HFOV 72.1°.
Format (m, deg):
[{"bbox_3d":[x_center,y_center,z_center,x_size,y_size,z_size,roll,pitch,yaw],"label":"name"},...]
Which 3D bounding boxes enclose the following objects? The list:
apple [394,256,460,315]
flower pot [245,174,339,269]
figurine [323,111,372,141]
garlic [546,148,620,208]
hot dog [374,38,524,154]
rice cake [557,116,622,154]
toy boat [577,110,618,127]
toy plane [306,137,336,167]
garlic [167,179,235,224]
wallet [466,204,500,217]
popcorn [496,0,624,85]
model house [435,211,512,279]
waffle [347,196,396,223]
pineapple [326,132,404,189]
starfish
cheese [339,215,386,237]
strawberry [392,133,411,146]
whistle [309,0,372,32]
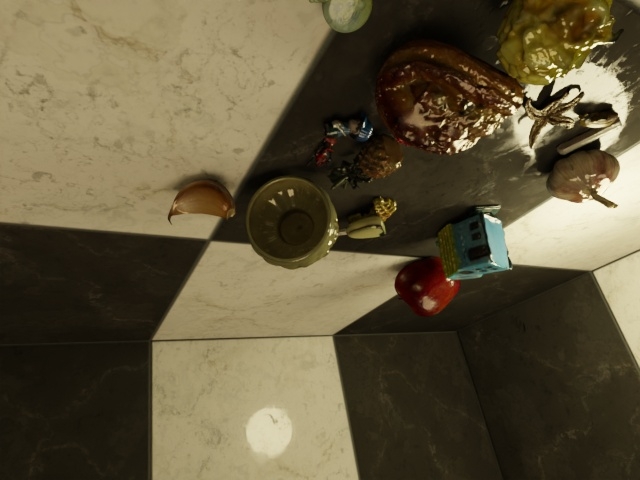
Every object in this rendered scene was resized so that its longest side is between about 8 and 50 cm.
[{"bbox_3d":[0.549,0.239,2.278,0.316,0.288,0.288,-34,150,7],"label":"apple"},{"bbox_3d":[-0.085,-0.050,1.471,0.307,0.308,0.244,-13,170,5],"label":"flower pot"},{"bbox_3d":[0.080,-0.310,1.240,0.136,0.080,0.077,-16,-165,0],"label":"figurine"},{"bbox_3d":[0.988,-0.203,1.608,0.244,0.253,0.245,-11,146,-8],"label":"garlic"},{"bbox_3d":[0.322,-0.351,1.099,0.387,0.174,0.267,11,144,-25],"label":"hot dog"},{"bbox_3d":[0.920,-0.357,1.510,0.206,0.036,0.047,-30,136,34],"label":"rice cake"},{"bbox_3d":[0.889,-0.393,1.414,0.149,0.047,0.049,-6,140,-16],"label":"toy boat"},{"bbox_3d":[0.011,-0.266,1.342,0.060,0.037,0.145,13,150,-22],"label":"toy plane"},{"bbox_3d":[-0.374,-0.130,1.389,0.206,0.128,0.115,-5,-163,-4],"label":"garlic"},{"bbox_3d":[0.707,-0.121,1.904,0.129,0.026,0.088,-4,153,-14],"label":"wallet"},{"bbox_3d":[0.501,-0.451,0.932,0.249,0.225,0.249,-49,171,-10],"label":"popcorn"},{"bbox_3d":[0.655,0.034,1.938,0.215,0.237,0.303,12,156,-37],"label":"model house"},{"bbox_3d":[0.207,-0.103,1.723,0.148,0.051,0.194,5,150,-32],"label":"waffle"},{"bbox_3d":[0.135,-0.230,1.378,0.128,0.128,0.248,15,149,-42],"label":"pineapple"},{"bbox_3d":[0.697,-0.382,1.356,0.213,0.057,0.238,5,146,-14],"label":"starfish"},{"bbox_3d":[0.127,-0.039,1.725,0.251,0.054,0.127,-8,156,15],"label":"cheese"},{"bbox_3d":[0.263,-0.328,1.266,0.121,0.082,0.188,-21,149,13],"label":"strawberry"},{"bbox_3d":[0.016,-0.496,0.878,0.198,0.057,0.104,17,132,-32],"label":"whistle"}]
